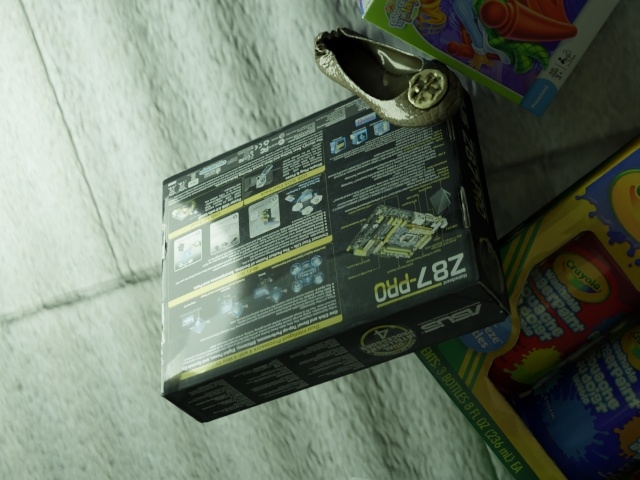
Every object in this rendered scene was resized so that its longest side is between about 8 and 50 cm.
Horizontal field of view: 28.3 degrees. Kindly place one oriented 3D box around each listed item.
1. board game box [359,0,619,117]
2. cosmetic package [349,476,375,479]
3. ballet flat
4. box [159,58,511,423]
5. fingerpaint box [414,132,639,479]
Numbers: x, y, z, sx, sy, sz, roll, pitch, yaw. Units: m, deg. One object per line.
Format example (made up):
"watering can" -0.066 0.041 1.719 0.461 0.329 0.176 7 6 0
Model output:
"board game box" 0.228 -0.338 1.357 0.233 0.078 0.347 27 112 -13
"cosmetic package" 0.169 0.418 1.447 0.385 0.156 0.217 -2 118 41
"ballet flat" 0.067 -0.192 1.430 0.084 0.058 0.250 -46 41 -6
"box" 0.000 0.000 1.451 0.395 0.318 0.097 -22 139 21
"fingerpaint box" 0.371 0.150 1.418 0.371 0.163 0.444 -38 89 23
